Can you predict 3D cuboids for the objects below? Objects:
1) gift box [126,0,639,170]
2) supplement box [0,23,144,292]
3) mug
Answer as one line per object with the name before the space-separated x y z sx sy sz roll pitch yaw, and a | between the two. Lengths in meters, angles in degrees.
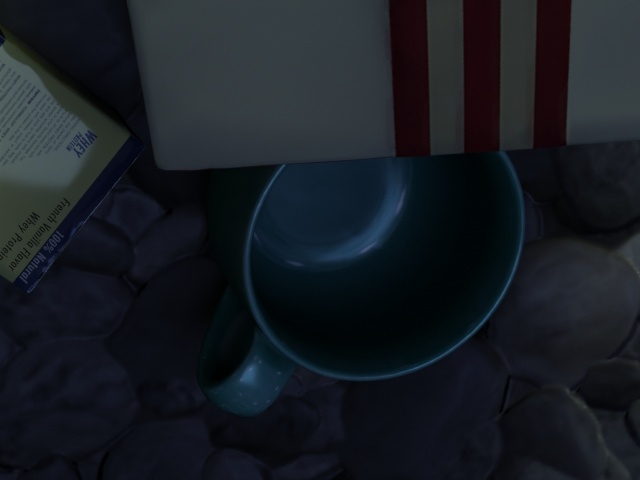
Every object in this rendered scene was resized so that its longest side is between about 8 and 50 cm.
gift box | 0.058 -0.201 0.515 0.276 0.255 0.258 -8 129 -1
supplement box | -0.136 -0.040 0.654 0.083 0.056 0.083 37 94 -27
mug | 0.002 -0.009 0.693 0.157 0.097 0.129 -21 116 -11
